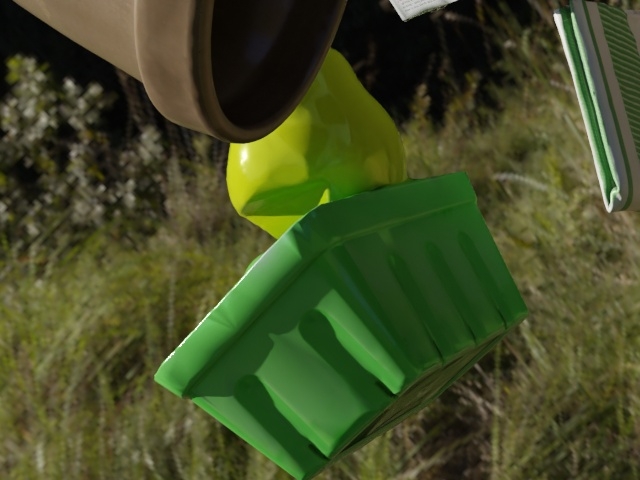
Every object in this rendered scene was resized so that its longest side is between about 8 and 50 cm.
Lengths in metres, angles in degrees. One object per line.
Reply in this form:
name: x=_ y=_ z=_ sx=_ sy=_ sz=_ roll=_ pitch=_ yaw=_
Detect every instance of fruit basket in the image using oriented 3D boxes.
fruit basket: x=0.000 y=0.000 z=1.255 sx=0.283 sy=0.392 sz=0.392 roll=-46 pitch=34 yaw=26

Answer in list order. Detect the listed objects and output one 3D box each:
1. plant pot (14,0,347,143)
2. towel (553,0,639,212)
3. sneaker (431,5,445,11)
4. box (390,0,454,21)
plant pot: x=-0.118 y=-0.227 z=0.947 sx=0.229 sy=0.263 sz=0.263 roll=20 pitch=65 yaw=18
towel: x=0.383 y=-0.152 z=1.477 sx=0.038 sy=0.325 sz=0.248 roll=-19 pitch=82 yaw=38
sneaker: x=0.225 y=-0.520 z=2.163 sx=0.275 sy=0.107 sz=0.110 roll=-63 pitch=-6 yaw=31
box: x=0.141 y=-0.385 z=1.367 sx=0.127 sy=0.231 sz=0.262 roll=-46 pitch=19 yaw=-32
